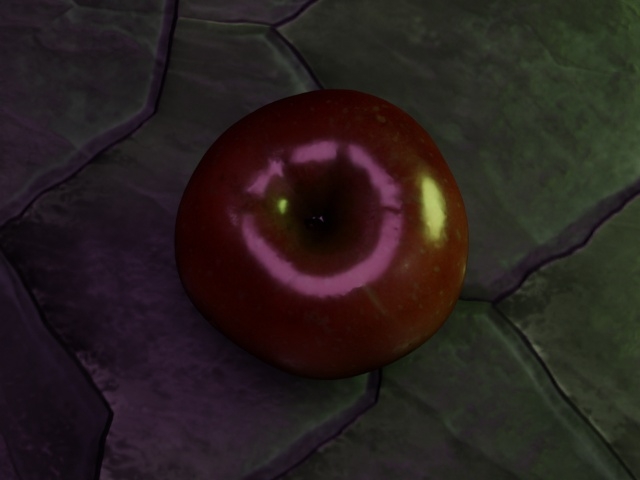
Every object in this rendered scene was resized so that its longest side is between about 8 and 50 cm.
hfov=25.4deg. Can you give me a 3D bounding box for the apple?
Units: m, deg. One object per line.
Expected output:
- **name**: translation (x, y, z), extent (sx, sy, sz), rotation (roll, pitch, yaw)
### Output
- **apple**: translation (0.000, 0.000, 1.268), extent (0.260, 0.216, 0.260), rotation (0, 73, 1)
